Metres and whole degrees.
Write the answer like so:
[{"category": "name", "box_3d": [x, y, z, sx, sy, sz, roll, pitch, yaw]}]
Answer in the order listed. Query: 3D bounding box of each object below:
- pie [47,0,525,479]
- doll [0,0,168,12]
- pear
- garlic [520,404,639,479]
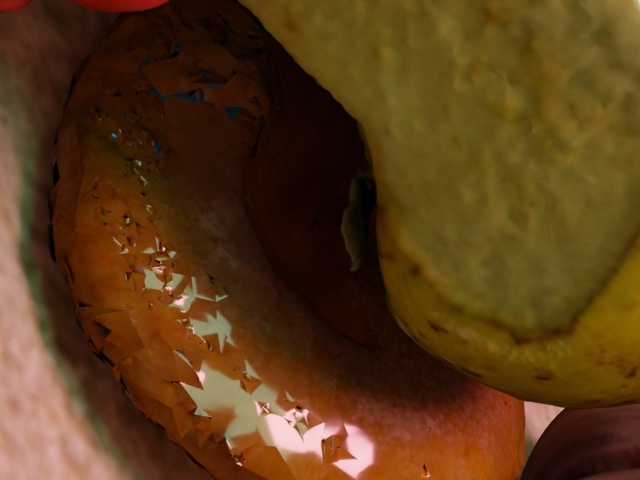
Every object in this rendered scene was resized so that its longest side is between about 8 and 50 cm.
[{"category": "pie", "box_3d": [0.001, -0.001, 0.734, 0.273, 0.069, 0.273, 39, 37, -37]}, {"category": "doll", "box_3d": [-0.135, -0.182, 0.545, 0.290, 0.161, 0.130, 60, 1, 4]}, {"category": "pear", "box_3d": [0.069, -0.074, 0.678, 0.255, 0.164, 0.238, 58, 23, -15]}, {"category": "garlic", "box_3d": [0.135, 0.159, 0.765, 0.160, 0.214, 0.191, -3, 118, -41]}]
